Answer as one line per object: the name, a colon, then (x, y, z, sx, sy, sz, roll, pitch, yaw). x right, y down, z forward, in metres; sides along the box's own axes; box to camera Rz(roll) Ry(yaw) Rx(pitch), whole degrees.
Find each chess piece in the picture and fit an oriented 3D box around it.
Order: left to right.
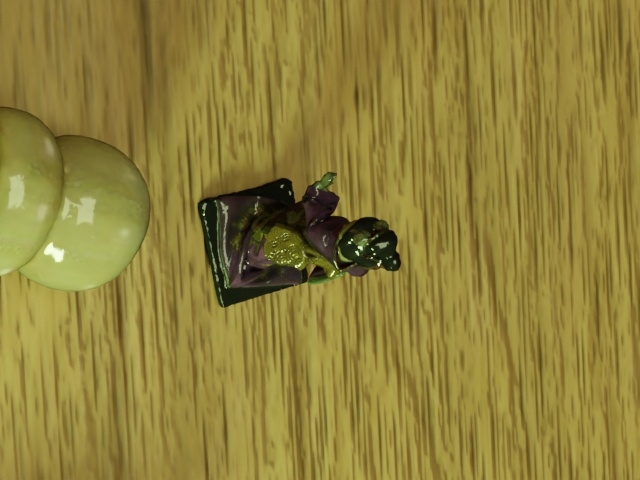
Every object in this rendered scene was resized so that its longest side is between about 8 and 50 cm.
chess piece: (-0.231, -0.035, 1.160, 0.261, 0.143, 0.143, 17, 83, -38)

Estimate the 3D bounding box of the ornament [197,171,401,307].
ornament: (-0.003, -0.008, 1.254, 0.088, 0.203, 0.081, -17, 93, -28)
